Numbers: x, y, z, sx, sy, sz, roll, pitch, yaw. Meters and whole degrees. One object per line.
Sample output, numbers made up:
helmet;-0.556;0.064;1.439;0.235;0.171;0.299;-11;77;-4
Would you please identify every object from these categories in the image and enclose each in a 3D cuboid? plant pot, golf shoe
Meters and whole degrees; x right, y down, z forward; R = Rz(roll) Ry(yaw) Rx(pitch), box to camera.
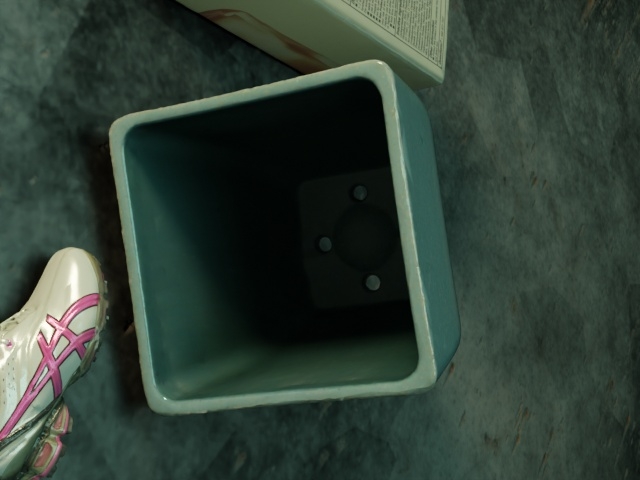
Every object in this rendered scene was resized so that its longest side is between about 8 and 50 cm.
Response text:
plant pot;0.000;0.000;0.869;0.252;0.248;0.247;-7;88;-68
golf shoe;-0.213;0.083;0.721;0.086;0.067;0.186;34;59;-40

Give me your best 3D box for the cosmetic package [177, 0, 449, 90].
cosmetic package;-0.004;-0.265;0.990;0.296;0.129;0.153;24;67;-46
